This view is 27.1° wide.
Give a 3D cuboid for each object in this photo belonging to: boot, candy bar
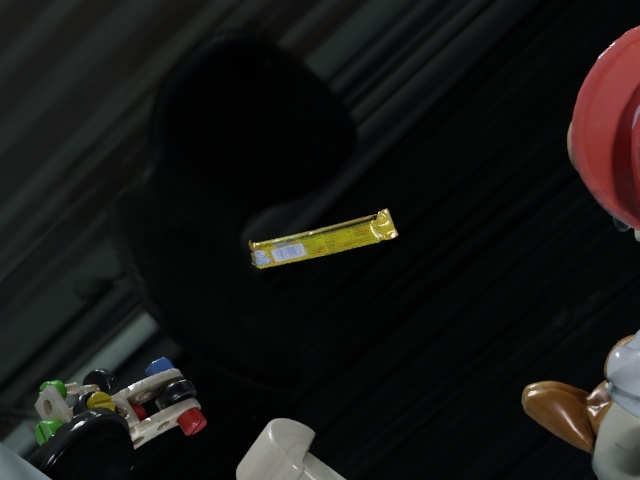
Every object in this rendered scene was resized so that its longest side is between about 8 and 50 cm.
[{"bbox_3d":[-0.253,0.391,1.546,0.260,0.348,0.131,22,-16,28],"label":"boot"},{"bbox_3d":[0.000,0.000,1.418,0.018,0.162,0.040,-92,165,-49],"label":"candy bar"}]

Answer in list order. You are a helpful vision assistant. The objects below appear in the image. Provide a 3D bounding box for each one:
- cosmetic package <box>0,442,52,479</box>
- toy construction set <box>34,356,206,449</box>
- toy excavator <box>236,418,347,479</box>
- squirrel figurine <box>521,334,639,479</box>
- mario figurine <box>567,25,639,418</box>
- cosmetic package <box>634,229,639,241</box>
[{"bbox_3d":[-0.386,0.399,1.177,0.327,0.394,0.329,49,-7,33],"label":"cosmetic package"},{"bbox_3d":[-0.300,0.317,1.794,0.237,0.258,0.308,-2,73,-57],"label":"toy construction set"},{"bbox_3d":[0.120,0.430,1.580,0.433,0.222,0.445,28,15,-25],"label":"toy excavator"},{"bbox_3d":[0.505,0.172,1.528,0.397,0.370,0.281,10,36,-27],"label":"squirrel figurine"},{"bbox_3d":[0.180,-0.032,0.637,0.198,0.170,0.320,69,15,16],"label":"mario figurine"},{"bbox_3d":[0.529,-0.099,1.604,0.113,0.309,0.160,16,67,-36],"label":"cosmetic package"}]
